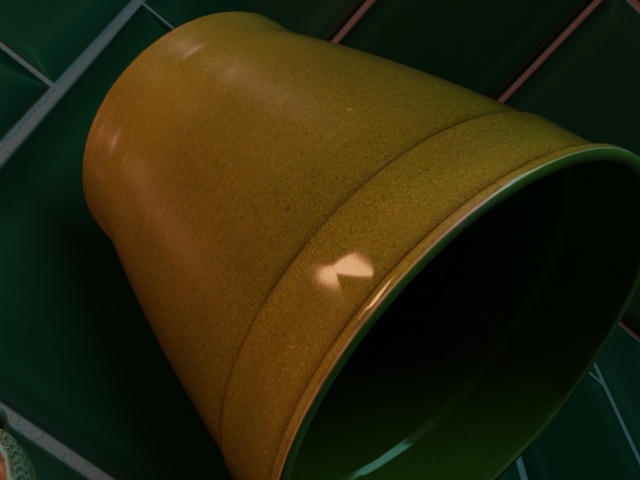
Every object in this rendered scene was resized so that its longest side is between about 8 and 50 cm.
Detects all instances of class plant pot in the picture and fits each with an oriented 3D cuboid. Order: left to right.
[{"bbox_3d":[0.000,0.000,0.815,0.353,0.366,0.366,40,14,33],"label":"plant pot"}]

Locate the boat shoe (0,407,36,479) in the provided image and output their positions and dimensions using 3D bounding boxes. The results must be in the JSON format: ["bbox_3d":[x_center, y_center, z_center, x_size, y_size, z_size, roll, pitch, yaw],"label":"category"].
[{"bbox_3d":[-0.140,0.117,0.359,0.122,0.110,0.341,51,-11,12],"label":"boat shoe"}]
